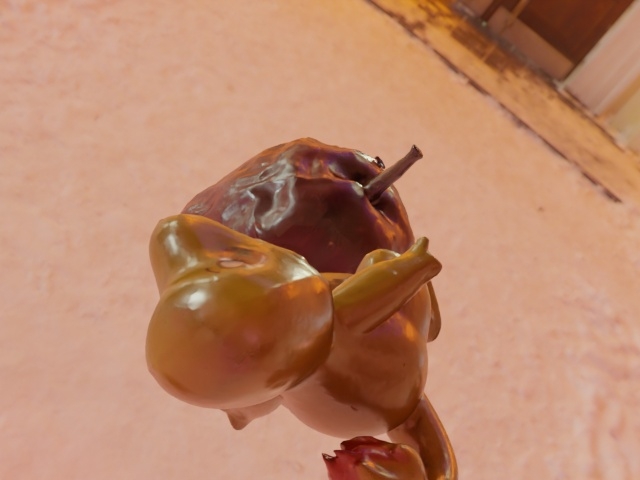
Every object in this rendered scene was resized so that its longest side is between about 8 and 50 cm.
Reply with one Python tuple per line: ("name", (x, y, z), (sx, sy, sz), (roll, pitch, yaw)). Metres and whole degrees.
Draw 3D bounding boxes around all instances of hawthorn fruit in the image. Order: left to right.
("hawthorn fruit", (0.000, 0.000, 0.933), (0.210, 0.266, 0.230), (49, 23, -13))

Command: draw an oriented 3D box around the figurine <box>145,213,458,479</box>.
("figurine", (0.000, 0.055, 0.388), (0.176, 0.121, 0.122), (26, 30, -57))
